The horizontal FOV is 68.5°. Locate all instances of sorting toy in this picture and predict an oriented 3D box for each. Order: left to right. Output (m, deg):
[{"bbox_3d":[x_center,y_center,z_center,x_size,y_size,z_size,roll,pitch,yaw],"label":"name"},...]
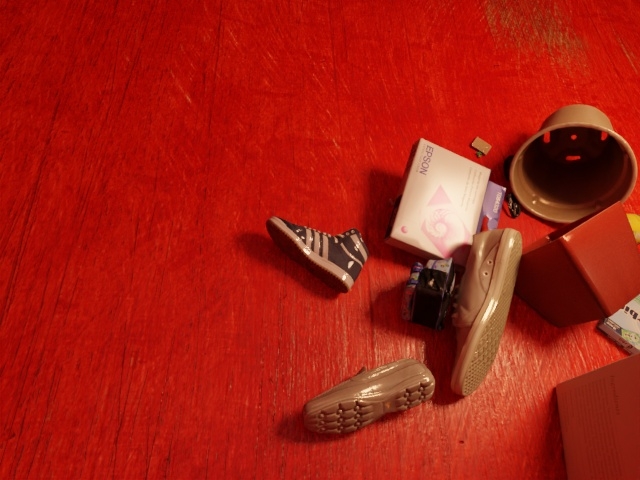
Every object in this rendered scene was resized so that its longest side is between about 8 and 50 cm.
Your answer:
[{"bbox_3d":[0.549,-0.318,1.619,0.062,0.012,0.083,39,56,5],"label":"sorting toy"}]

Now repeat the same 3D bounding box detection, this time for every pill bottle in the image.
[{"bbox_3d":[0.918,-0.035,1.480,0.184,0.103,0.103,0,60,-12],"label":"pill bottle"}]

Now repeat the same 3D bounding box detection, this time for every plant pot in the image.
[{"bbox_3d":[0.795,-0.274,1.490,0.334,0.333,0.305,30,45,6],"label":"plant pot"},{"bbox_3d":[0.702,0.085,1.286,0.268,0.267,0.235,-26,81,-24],"label":"plant pot"}]

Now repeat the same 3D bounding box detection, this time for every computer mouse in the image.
[{"bbox_3d":[0.629,-0.178,1.546,0.071,0.041,0.242,26,60,-21],"label":"computer mouse"}]

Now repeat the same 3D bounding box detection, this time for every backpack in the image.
[{"bbox_3d":[0.287,0.121,1.223,0.117,0.158,0.173,13,42,16],"label":"backpack"}]

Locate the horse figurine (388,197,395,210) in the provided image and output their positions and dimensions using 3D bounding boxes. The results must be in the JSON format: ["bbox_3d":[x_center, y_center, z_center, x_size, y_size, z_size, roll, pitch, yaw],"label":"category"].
[{"bbox_3d":[0.323,-0.118,1.420,0.263,0.066,0.174,-37,73,-28],"label":"horse figurine"}]

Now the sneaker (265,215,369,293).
[{"bbox_3d":[0.000,0.000,1.257,0.282,0.099,0.153,39,64,3],"label":"sneaker"}]

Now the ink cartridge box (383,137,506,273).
[{"bbox_3d":[0.378,-0.087,1.348,0.330,0.071,0.323,21,72,-7],"label":"ink cartridge box"}]

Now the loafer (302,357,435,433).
[{"bbox_3d":[0.105,0.352,1.083,0.320,0.111,0.111,-10,27,-17],"label":"loafer"}]

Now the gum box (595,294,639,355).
[{"bbox_3d":[0.903,0.234,1.354,0.157,0.041,0.184,41,61,12],"label":"gum box"}]

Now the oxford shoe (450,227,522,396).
[{"bbox_3d":[0.401,0.172,1.207,0.130,0.169,0.449,10,72,36],"label":"oxford shoe"}]

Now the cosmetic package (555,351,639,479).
[{"bbox_3d":[0.776,0.445,0.994,0.330,0.393,0.327,12,58,-4],"label":"cosmetic package"}]
